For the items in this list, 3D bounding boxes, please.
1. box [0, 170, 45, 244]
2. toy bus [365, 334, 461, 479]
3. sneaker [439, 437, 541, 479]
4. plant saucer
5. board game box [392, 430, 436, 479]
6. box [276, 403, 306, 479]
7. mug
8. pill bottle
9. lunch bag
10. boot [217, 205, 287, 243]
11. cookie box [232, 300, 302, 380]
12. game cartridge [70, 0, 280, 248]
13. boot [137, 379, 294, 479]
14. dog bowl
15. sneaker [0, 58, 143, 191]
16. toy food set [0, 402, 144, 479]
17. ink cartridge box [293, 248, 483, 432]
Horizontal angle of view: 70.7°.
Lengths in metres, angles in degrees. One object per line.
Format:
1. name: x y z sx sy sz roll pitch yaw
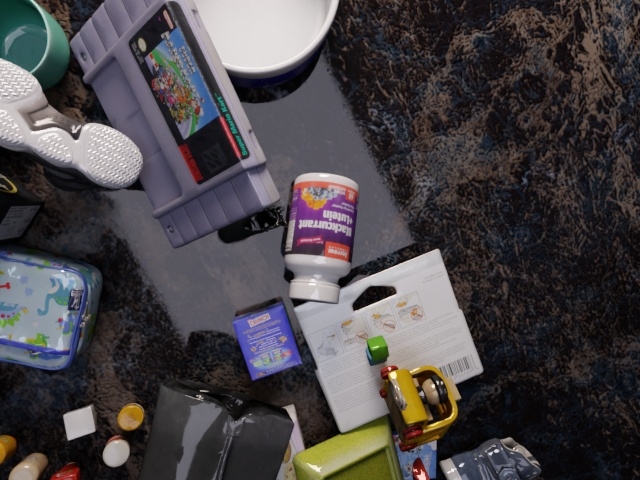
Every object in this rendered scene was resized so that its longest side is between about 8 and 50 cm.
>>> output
1. box: -0.571 -0.098 0.517 0.318 0.395 0.097 34 92 -7
2. toy bus: 0.153 0.240 0.675 0.104 0.202 0.191 -17 102 -5
3. sneaker: 0.342 0.474 0.829 0.163 0.086 0.226 -27 96 -1
4. plant saucer: 0.066 0.423 0.768 0.188 0.045 0.188 -16 96 -20
5. board game box: 0.169 0.397 0.835 0.090 0.020 0.090 -2 95 -7
6. box: -0.034 0.455 0.794 0.067 0.063 0.324 -14 96 -5
7. mug: -0.445 -0.300 0.663 0.129 0.097 0.158 -6 95 -6
8. pill bottle: 0.000 0.000 0.717 0.108 0.108 0.194 8 80 -7
9. lunch bag: -0.467 0.103 0.701 0.219 0.090 0.176 15 96 -7
10. boot: -0.112 -0.025 0.725 0.121 0.099 0.045 -18 95 -5
11. cookie box: -0.090 0.170 0.774 0.091 0.040 0.107 -18 97 -5
12. game cartridge: -0.218 -0.180 0.657 0.230 0.068 0.355 -19 99 40
13. boot: -0.265 0.417 0.628 0.367 0.146 0.445 20 88 -26
14. dog bowl: -0.107 -0.378 0.694 0.264 0.104 0.265 -1 95 -7
15. sneaker: -0.398 -0.145 0.636 0.268 0.153 0.101 31 67 -28
16. toy food set: -0.407 0.337 0.740 0.232 0.104 0.111 -13 83 -23
17. ink cartridge box: 0.116 0.171 0.790 0.275 0.060 0.239 -22 96 -4
